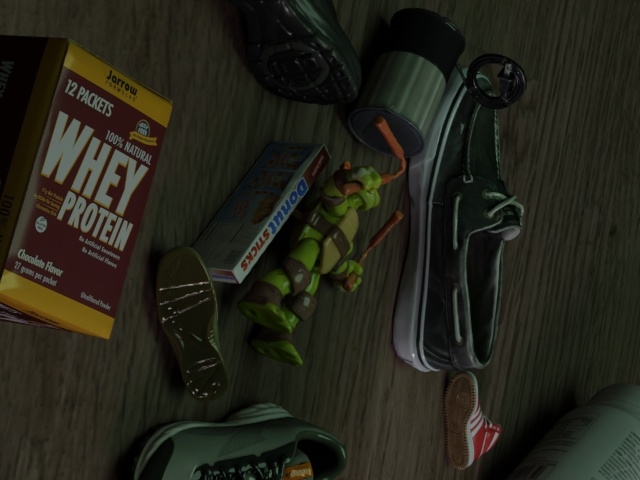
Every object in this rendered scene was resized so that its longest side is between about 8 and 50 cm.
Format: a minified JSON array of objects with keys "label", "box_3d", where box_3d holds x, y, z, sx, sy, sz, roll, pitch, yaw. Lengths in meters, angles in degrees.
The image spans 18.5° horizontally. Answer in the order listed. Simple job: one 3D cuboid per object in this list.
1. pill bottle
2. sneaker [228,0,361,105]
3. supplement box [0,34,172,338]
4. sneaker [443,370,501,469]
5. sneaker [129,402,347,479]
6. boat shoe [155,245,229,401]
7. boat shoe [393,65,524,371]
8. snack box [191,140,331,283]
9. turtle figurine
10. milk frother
[{"label":"pill bottle","box_3d":[0.323,0.298,2.370,0.283,0.160,0.160,-39,126,-46]},{"label":"sneaker","box_3d":[-0.028,-0.238,1.828,0.286,0.109,0.130,57,44,-45]},{"label":"supplement box","box_3d":[-0.243,-0.043,1.460,0.129,0.194,0.191,30,70,-53]},{"label":"sneaker","box_3d":[0.175,0.197,2.242,0.067,0.042,0.118,-21,120,-48]},{"label":"sneaker","box_3d":[-0.079,0.214,1.821,0.271,0.108,0.100,-17,111,-52]},{"label":"boat shoe","box_3d":[-0.118,0.072,1.797,0.056,0.048,0.153,-18,113,-5]},{"label":"boat shoe","box_3d":[0.166,-0.020,2.125,0.121,0.119,0.335,4,92,-56]},{"label":"snack box","box_3d":[-0.060,-0.029,1.844,0.178,0.064,0.022,-55,135,-35]},{"label":"turtle figurine","box_3d":[0.000,0.000,1.901,0.217,0.087,0.269,-56,169,-25]},{"label":"milk frother","box_3d":[0.123,-0.147,2.021,0.134,0.143,0.129,-67,150,-26]}]
